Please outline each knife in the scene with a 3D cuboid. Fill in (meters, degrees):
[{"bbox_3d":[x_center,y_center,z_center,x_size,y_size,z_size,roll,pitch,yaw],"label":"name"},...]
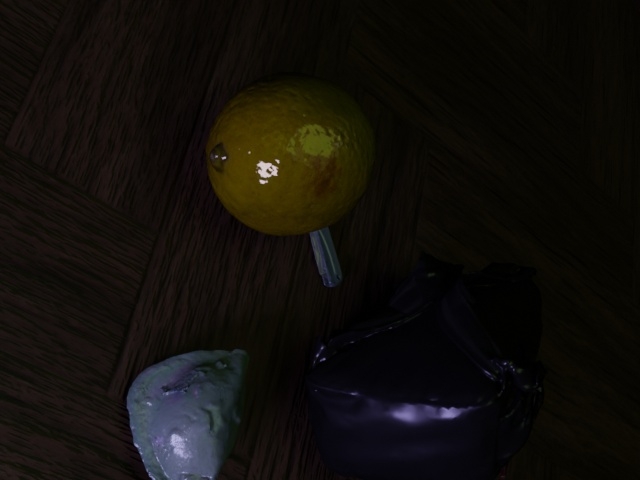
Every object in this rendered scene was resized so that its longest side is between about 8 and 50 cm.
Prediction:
[{"bbox_3d":[0.000,0.000,1.509,0.044,0.023,0.162,-12,84,-42],"label":"knife"}]

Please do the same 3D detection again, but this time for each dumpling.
[{"bbox_3d":[-0.167,0.225,1.202,0.149,0.105,0.216,45,52,-31],"label":"dumpling"}]

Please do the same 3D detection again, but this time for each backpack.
[{"bbox_3d":[0.184,0.174,1.419,0.445,0.363,0.254,-51,135,-55],"label":"backpack"}]

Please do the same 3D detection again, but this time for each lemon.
[{"bbox_3d":[-0.043,-0.129,1.360,0.267,0.267,0.267,18,63,-39],"label":"lemon"}]

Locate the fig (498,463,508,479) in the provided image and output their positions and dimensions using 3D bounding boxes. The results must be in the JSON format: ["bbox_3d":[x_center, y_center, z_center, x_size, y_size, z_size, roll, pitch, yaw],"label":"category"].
[{"bbox_3d":[0.319,0.355,1.616,0.146,0.134,0.201,8,78,-32],"label":"fig"}]
